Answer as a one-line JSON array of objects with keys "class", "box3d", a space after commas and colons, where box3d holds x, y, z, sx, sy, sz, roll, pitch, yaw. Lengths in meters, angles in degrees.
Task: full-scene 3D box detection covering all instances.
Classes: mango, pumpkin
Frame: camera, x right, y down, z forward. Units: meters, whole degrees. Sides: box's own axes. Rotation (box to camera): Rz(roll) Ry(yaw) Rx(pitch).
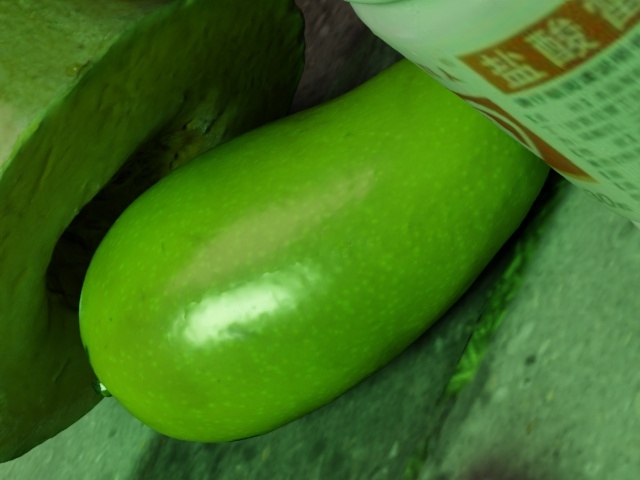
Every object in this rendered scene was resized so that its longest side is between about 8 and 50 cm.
[{"class": "mango", "box3d": [0.000, 0.000, 0.975, 0.293, 0.143, 0.175, -35, 27, 15]}, {"class": "pumpkin", "box3d": [-0.182, -0.056, 1.062, 0.332, 0.199, 0.332, -51, -14, -18]}]

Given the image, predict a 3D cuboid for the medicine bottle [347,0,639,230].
[{"class": "medicine bottle", "box3d": [0.108, -0.147, 0.772, 0.202, 0.316, 0.202, -37, 35, 32]}]
